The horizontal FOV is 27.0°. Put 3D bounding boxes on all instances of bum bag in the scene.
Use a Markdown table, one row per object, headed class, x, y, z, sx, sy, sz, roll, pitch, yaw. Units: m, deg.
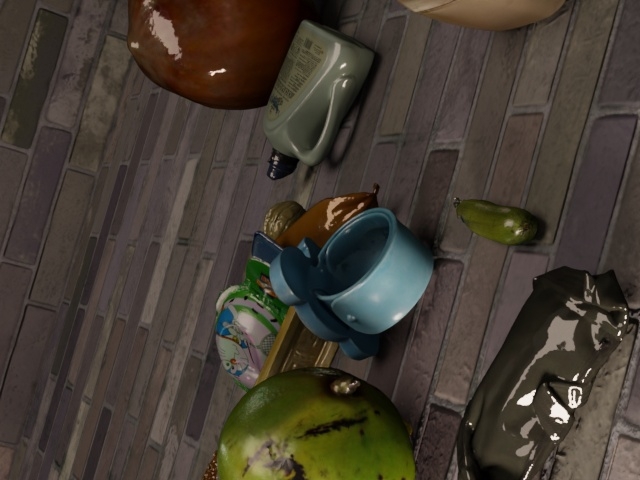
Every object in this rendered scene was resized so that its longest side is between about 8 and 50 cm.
| class | x | y | z | sx | sy | sz | roll | pitch | yaw |
| --- | --- | --- | --- | --- | --- | --- | --- | --- | --- |
| bum bag | 0.239 | 0.161 | 1.491 | 0.326 | 0.080 | 0.142 | -61 | 32 | 17 |

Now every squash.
| class | x | y | z | sx | sy | sz | roll | pitch | yaw |
| --- | --- | --- | --- | --- | --- | --- | --- | --- | --- |
| squash | 0.219 | -0.026 | 1.696 | 0.183 | 0.052 | 0.052 | 27 | 99 | 66 |

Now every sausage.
| class | x | y | z | sx | sy | sz | roll | pitch | yaw |
| --- | --- | --- | --- | --- | --- | --- | --- | --- | --- |
| sausage | 0.005 | 0.004 | 2.092 | 0.328 | 0.112 | 0.112 | -41 | 38 | 52 |

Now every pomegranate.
| class | x | y | z | sx | sy | sz | roll | pitch | yaw |
| --- | --- | --- | --- | --- | --- | --- | --- | --- | --- |
| pomegranate | -0.017 | 0.320 | 1.741 | 0.340 | 0.260 | 0.260 | -70 | 23 | 10 |

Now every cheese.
| class | x | y | z | sx | sy | sz | roll | pitch | yaw |
| --- | --- | --- | --- | --- | --- | --- | --- | --- | --- |
| cheese | -0.097 | 0.130 | 2.151 | 0.204 | 0.083 | 0.320 | 36 | 134 | 30 |

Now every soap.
| class | x | y | z | sx | sy | sz | roll | pitch | yaw |
| --- | --- | --- | --- | --- | --- | --- | --- | --- | --- |
| soap | -0.022 | 0.158 | 2.059 | 0.252 | 0.092 | 0.037 | -66 | 22 | 15 |

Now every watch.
| class | x | y | z | sx | sy | sz | roll | pitch | yaw |
| --- | --- | --- | --- | --- | --- | --- | --- | --- | --- |
| watch | 0.058 | 0.043 | 1.883 | 0.193 | 0.211 | 0.211 | -34 | 40 | 26 |

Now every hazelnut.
| class | x | y | z | sx | sy | sz | roll | pitch | yaw |
| --- | --- | --- | --- | --- | --- | --- | --- | --- | --- |
| hazelnut | -0.172 | -0.400 | 2.483 | 0.366 | 0.366 | 0.365 | -47 | 34 | 46 |

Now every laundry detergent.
| class | x | y | z | sx | sy | sz | roll | pitch | yaw |
| --- | --- | --- | --- | --- | --- | --- | --- | --- | --- |
| laundry detergent | -0.019 | -0.226 | 2.304 | 0.215 | 0.105 | 0.280 | 41 | 111 | 57 |

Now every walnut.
| class | x | y | z | sx | sy | sz | roll | pitch | yaw |
| --- | --- | --- | --- | --- | --- | --- | --- | --- | --- |
| walnut | -0.056 | -0.024 | 2.283 | 0.092 | 0.092 | 0.092 | -47 | 34 | 46 |

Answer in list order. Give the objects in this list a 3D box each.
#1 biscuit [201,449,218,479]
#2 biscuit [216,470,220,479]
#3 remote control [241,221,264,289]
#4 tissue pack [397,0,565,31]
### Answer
| class | x | y | z | sx | sy | sz | roll | pitch | yaw |
| --- | --- | --- | --- | --- | --- | --- | --- | --- | --- |
| biscuit | -0.159 | 0.461 | 2.225 | 0.305 | 0.038 | 0.305 | -47 | 34 | 46 |
| biscuit | -0.141 | 0.447 | 2.100 | 0.141 | 0.038 | 0.289 | 3 | 78 | 63 |
| remote control | -0.122 | 0.062 | 2.414 | 0.073 | 0.044 | 0.229 | 38 | 108 | 63 |
| tissue pack | 0.208 | -0.491 | 1.766 | 0.267 | 0.277 | 0.387 | 5 | 80 | 64 |
